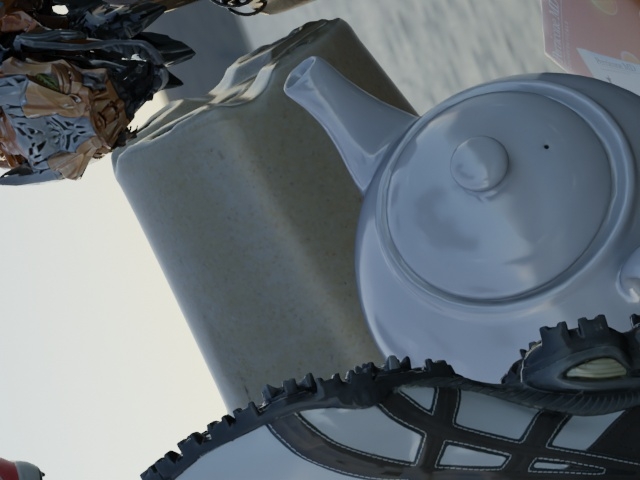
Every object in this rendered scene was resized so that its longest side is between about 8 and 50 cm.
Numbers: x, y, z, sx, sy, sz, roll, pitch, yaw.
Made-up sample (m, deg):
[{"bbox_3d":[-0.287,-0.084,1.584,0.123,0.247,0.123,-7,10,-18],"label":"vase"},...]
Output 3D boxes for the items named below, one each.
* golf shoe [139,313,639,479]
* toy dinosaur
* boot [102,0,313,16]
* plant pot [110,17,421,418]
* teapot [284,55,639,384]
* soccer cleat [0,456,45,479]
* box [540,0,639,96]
[{"bbox_3d":[0.042,0.083,0.527,0.077,0.198,0.094,84,174,-78],"label":"golf shoe"},{"bbox_3d":[-0.195,-0.104,0.816,0.322,0.218,0.164,25,142,25],"label":"toy dinosaur"},{"bbox_3d":[-0.065,-0.222,1.330,0.112,0.305,0.115,34,135,30],"label":"boot"},{"bbox_3d":[0.000,0.000,1.318,0.305,0.334,0.334,58,-178,-13],"label":"plant pot"},{"bbox_3d":[0.126,-0.004,0.968,0.187,0.256,0.252,50,-150,-57],"label":"teapot"},{"bbox_3d":[-0.284,0.282,1.313,0.108,0.116,0.318,-63,22,23],"label":"soccer cleat"},{"bbox_3d":[0.341,-0.148,1.216,0.345,0.168,0.215,44,168,26],"label":"box"}]
